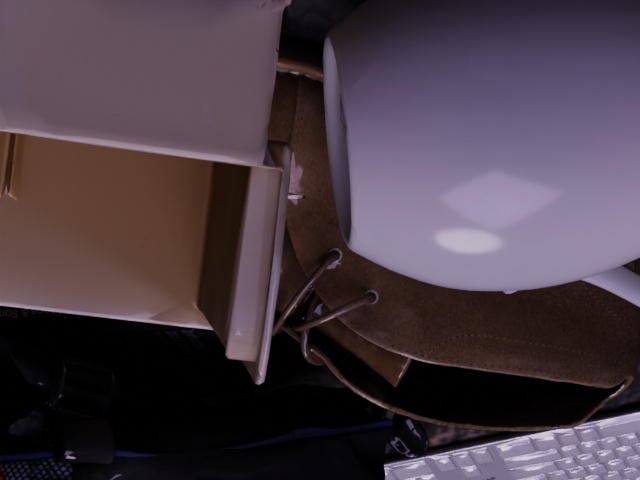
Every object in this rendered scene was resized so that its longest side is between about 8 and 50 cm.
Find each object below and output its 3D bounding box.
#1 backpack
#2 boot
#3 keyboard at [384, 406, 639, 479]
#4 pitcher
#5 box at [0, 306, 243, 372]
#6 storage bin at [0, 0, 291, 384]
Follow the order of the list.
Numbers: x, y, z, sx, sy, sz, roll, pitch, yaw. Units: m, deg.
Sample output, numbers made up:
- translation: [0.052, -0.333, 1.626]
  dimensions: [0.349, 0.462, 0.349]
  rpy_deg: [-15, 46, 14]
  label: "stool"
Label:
- translation: [-0.118, 0.160, 0.947]
  dimensions: [0.263, 0.213, 0.276]
  rpy_deg: [-2, 172, 36]
  label: "backpack"
- translation: [0.000, 0.000, 0.825]
  dimensions: [0.305, 0.115, 0.112]
  rpy_deg: [13, 147, -15]
  label: "boot"
- translation: [0.146, 0.119, 1.086]
  dimensions: [0.256, 0.014, 0.072]
  rpy_deg: [-14, 143, 18]
  label: "keyboard"
- translation: [0.109, -0.026, 0.766]
  dimensions: [0.207, 0.125, 0.177]
  rpy_deg: [-5, 123, -5]
  label: "pitcher"
- translation: [-0.112, 0.041, 0.921]
  dimensions: [0.162, 0.029, 0.116]
  rpy_deg: [-3, 168, 4]
  label: "box"
- translation: [-0.146, -0.036, 0.645]
  dimensions: [0.262, 0.123, 0.260]
  rpy_deg: [8, -179, -6]
  label: "storage bin"
